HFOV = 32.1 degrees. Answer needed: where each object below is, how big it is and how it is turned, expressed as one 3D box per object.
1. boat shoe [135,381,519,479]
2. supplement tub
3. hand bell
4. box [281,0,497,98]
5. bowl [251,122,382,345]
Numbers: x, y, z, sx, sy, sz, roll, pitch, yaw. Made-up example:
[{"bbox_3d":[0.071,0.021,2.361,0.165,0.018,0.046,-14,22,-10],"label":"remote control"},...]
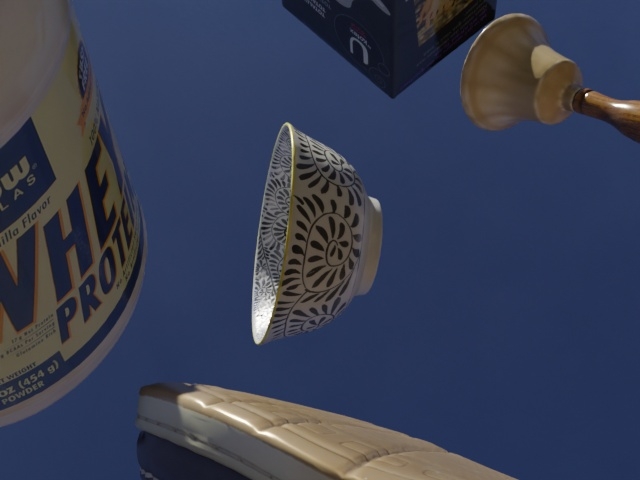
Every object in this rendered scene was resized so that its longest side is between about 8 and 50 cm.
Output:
[{"bbox_3d":[0.044,0.117,0.323,0.103,0.285,0.092,18,-90,-56],"label":"boat shoe"},{"bbox_3d":[-0.234,-0.060,0.601,0.235,0.235,0.325,-20,-32,-9],"label":"supplement tub"},{"bbox_3d":[0.262,-0.130,1.075,0.126,0.242,0.126,-18,-58,-31],"label":"hand bell"},{"bbox_3d":[0.058,-0.281,0.961,0.143,0.270,0.165,-40,-112,-16],"label":"box"},{"bbox_3d":[0.000,0.000,0.844,0.080,0.170,0.170,8,-76,-11],"label":"bowl"}]
